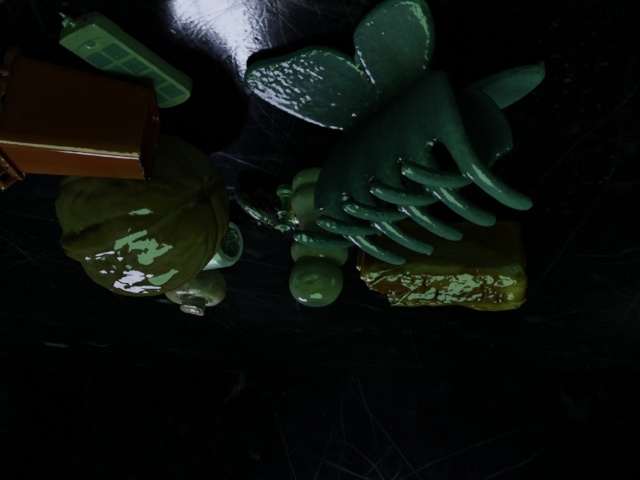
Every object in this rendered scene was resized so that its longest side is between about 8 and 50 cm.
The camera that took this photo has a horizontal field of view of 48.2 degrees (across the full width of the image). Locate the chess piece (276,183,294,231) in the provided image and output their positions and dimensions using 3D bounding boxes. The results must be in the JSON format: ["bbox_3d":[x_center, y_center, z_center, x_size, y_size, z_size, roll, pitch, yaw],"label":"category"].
[{"bbox_3d":[-0.068,-0.059,1.372,0.042,0.093,0.042,5,159,2],"label":"chess piece"}]

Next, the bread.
[{"bbox_3d":[0.244,0.045,1.436,0.343,0.195,0.149,4,138,5],"label":"bread"}]

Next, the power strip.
[{"bbox_3d":[-0.276,-0.255,1.016,0.079,0.029,0.226,-10,153,35],"label":"power strip"}]

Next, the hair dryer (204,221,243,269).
[{"bbox_3d":[-0.330,0.028,1.474,0.172,0.108,0.357,-10,-178,33],"label":"hair dryer"}]

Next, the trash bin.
[{"bbox_3d":[-0.364,-0.157,1.045,0.238,0.185,0.161,10,164,-4],"label":"trash bin"}]

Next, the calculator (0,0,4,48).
[{"bbox_3d":[-0.539,-0.323,0.903,0.268,0.040,0.177,20,154,-18],"label":"calculator"}]

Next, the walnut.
[{"bbox_3d":[-0.313,-0.043,1.243,0.312,0.252,0.277,-14,144,28],"label":"walnut"}]

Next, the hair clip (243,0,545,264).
[{"bbox_3d":[0.117,-0.125,0.981,0.391,0.239,0.318,20,152,-31],"label":"hair clip"}]

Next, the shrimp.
[{"bbox_3d":[-0.101,-0.058,1.405,0.165,0.065,0.056,30,124,-33],"label":"shrimp"}]

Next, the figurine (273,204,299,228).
[{"bbox_3d":[-0.070,-0.054,1.459,0.083,0.047,0.050,-11,143,26],"label":"figurine"}]

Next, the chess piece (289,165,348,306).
[{"bbox_3d":[0.000,0.000,1.303,0.133,0.244,0.133,6,159,2],"label":"chess piece"}]

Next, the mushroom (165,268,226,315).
[{"bbox_3d":[-0.326,0.122,1.847,0.166,0.127,0.166,3,152,1],"label":"mushroom"}]
